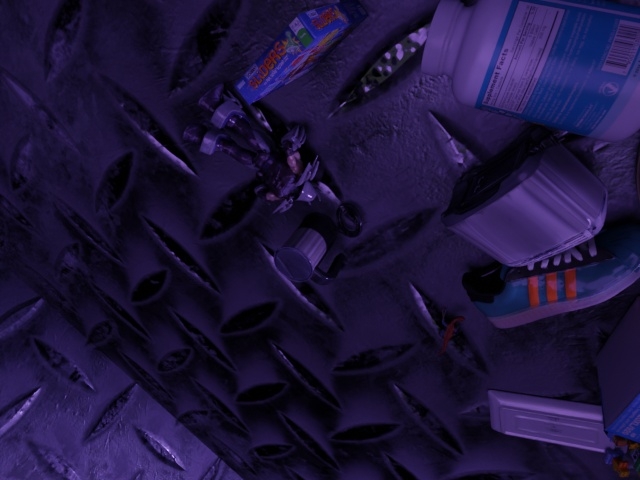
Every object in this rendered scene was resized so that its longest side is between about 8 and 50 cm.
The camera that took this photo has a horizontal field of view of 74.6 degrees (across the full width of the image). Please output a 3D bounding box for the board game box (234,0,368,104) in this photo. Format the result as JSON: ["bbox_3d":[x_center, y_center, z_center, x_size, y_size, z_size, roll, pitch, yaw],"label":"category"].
[{"bbox_3d":[-0.021,-0.273,0.599,0.136,0.201,0.035,-30,105,38],"label":"board game box"}]

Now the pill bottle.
[{"bbox_3d":[0.267,-0.225,0.521,0.264,0.146,0.146,20,130,14],"label":"pill bottle"}]

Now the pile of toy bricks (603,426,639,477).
[{"bbox_3d":[0.623,0.412,0.800,0.118,0.105,0.212,-4,120,4],"label":"pile of toy bricks"}]

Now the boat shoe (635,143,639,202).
[{"bbox_3d":[0.475,-0.141,0.504,0.109,0.098,0.302,12,128,20],"label":"boat shoe"}]

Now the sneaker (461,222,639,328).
[{"bbox_3d":[0.369,0.047,0.689,0.121,0.108,0.302,40,133,-10],"label":"sneaker"}]

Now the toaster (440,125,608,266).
[{"bbox_3d":[0.303,-0.059,0.620,0.146,0.129,0.227,37,147,-6],"label":"toaster"}]

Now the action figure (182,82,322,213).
[{"bbox_3d":[-0.111,-0.164,0.801,0.285,0.099,0.185,37,125,-6],"label":"action figure"}]

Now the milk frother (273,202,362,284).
[{"bbox_3d":[0.000,0.000,0.830,0.129,0.134,0.143,26,131,7],"label":"milk frother"}]

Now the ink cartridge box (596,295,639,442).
[{"bbox_3d":[0.601,0.232,0.659,0.233,0.171,0.168,17,129,17],"label":"ink cartridge box"}]

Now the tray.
[{"bbox_3d":[0.515,0.406,0.924,0.270,0.030,0.145,-1,121,28],"label":"tray"}]

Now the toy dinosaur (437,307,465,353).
[{"bbox_3d":[0.274,0.186,0.870,0.047,0.090,0.082,6,158,6],"label":"toy dinosaur"}]
